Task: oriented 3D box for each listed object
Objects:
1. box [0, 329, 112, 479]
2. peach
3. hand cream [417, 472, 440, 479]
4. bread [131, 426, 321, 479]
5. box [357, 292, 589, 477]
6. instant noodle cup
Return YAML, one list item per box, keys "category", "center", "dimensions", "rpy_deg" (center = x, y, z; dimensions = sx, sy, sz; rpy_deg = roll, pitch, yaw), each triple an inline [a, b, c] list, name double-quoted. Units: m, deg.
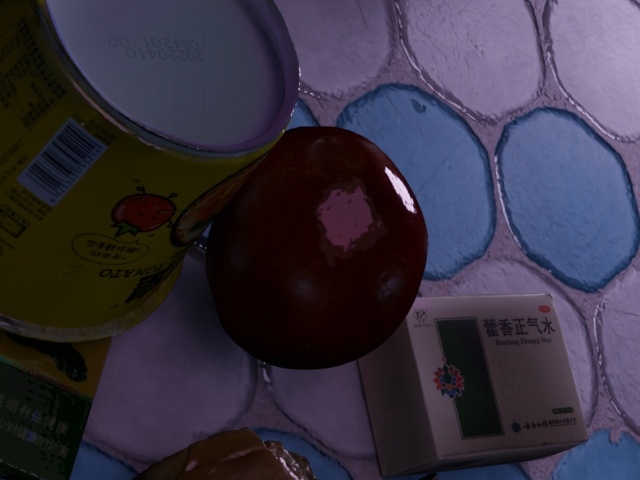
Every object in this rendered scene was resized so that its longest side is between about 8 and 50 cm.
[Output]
- category: "box"
  center: [-0.249, 0.090, 1.387]
  dimensions: [0.132, 0.034, 0.235]
  rpy_deg: [28, 57, -24]
- category: "peach"
  center: [0.000, 0.000, 1.479]
  dimensions: [0.199, 0.243, 0.243]
  rpy_deg: [19, 58, -2]
- category: "hand cream"
  center: [0.149, 0.319, 1.588]
  dimensions: [0.067, 0.042, 0.194]
  rpy_deg: [-36, 100, -45]
- category: "bread"
  center: [-0.042, 0.331, 1.364]
  dimensions: [0.195, 0.149, 0.344]
  rpy_deg: [-5, 74, -38]
- category: "box"
  center: [0.151, 0.142, 1.627]
  dimensions: [0.212, 0.095, 0.168]
  rpy_deg: [-1, 69, -37]
- category: "instant noodle cup"
  center: [-0.188, -0.112, 1.340]
  dimensions: [0.325, 0.254, 0.326]
  rpy_deg: [22, 48, -28]
